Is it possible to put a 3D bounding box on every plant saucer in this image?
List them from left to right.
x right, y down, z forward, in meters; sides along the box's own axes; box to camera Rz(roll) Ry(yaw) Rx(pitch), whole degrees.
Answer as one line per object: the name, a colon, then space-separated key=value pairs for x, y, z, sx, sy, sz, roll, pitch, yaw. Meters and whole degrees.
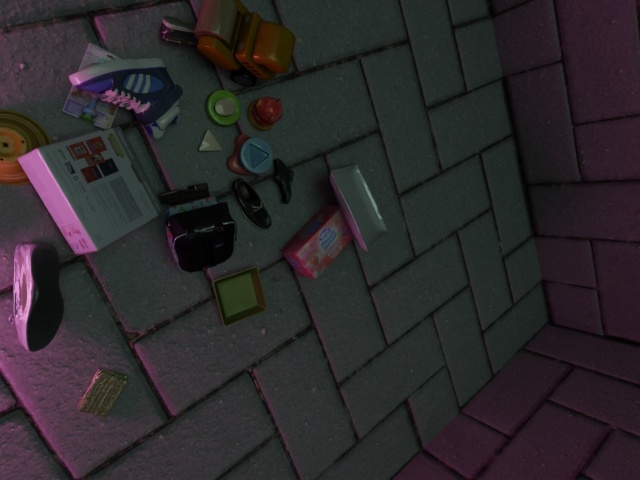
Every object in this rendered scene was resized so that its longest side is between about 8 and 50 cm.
plant saucer: x=-0.314 y=0.211 z=1.589 sx=0.188 sy=0.045 sz=0.189 roll=-18 pitch=104 yaw=-30

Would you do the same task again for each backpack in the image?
backpack: x=-0.407 y=-0.012 z=1.406 sx=0.224 sy=0.191 sz=0.254 roll=-19 pitch=145 yaw=-22

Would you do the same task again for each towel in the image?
towel: x=-0.720 y=0.506 z=1.368 sx=0.110 sy=0.027 sz=0.148 roll=33 pitch=75 yaw=-31

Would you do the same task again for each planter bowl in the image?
planter bowl: x=-0.881 y=-0.265 z=1.161 sx=0.216 sy=0.090 sz=0.218 roll=-3 pitch=95 yaw=-32

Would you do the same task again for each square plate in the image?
square plate: x=0.160 y=-0.144 z=1.733 sx=0.348 sy=0.049 sz=0.344 roll=64 pitch=27 yaw=-4

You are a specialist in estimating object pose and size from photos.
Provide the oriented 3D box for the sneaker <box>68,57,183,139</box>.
sneaker: x=-0.572 y=-0.424 z=1.279 sx=0.322 sy=0.130 sz=0.237 roll=-41 pitch=123 yaw=-50

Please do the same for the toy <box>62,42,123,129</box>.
toy: x=-0.686 y=-0.482 z=1.286 sx=0.136 sy=0.056 sz=0.238 roll=22 pitch=83 yaw=-33

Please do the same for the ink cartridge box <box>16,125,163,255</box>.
ink cartridge box: x=-0.673 y=-0.157 z=1.251 sx=0.272 sy=0.129 sz=0.310 roll=-45 pitch=121 yaw=-51

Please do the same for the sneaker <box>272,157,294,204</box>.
sneaker: x=-0.158 y=-0.235 z=1.648 sx=0.089 sy=0.051 sz=0.171 roll=11 pitch=83 yaw=-32

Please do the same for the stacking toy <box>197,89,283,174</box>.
stacking toy: x=-0.280 y=-0.407 z=1.507 sx=0.279 sy=0.130 sz=0.310 roll=14 pitch=87 yaw=-33

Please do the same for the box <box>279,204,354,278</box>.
box: x=0.000 y=0.000 z=1.706 sx=0.300 sy=0.154 sz=0.142 roll=-46 pitch=116 yaw=-20

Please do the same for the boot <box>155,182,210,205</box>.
boot: x=-0.481 y=-0.127 z=1.432 sx=0.219 sy=0.082 sz=0.107 roll=-21 pitch=102 yaw=-31

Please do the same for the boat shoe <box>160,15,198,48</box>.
boat shoe: x=-0.437 y=-0.702 z=1.419 sx=0.227 sy=0.081 sz=0.069 roll=-5 pitch=142 yaw=-43

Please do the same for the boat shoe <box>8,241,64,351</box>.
boat shoe: x=-0.849 y=0.165 z=1.221 sx=0.118 sy=0.102 sz=0.321 roll=-18 pitch=112 yaw=-70

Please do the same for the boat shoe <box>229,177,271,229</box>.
boat shoe: x=-0.259 y=-0.135 z=1.575 sx=0.084 sy=0.079 sz=0.233 roll=-43 pitch=116 yaw=-24

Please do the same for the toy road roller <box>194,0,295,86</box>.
toy road roller: x=-0.236 y=-0.679 z=1.400 sx=0.329 sy=0.240 sz=0.203 roll=19 pitch=83 yaw=-64
